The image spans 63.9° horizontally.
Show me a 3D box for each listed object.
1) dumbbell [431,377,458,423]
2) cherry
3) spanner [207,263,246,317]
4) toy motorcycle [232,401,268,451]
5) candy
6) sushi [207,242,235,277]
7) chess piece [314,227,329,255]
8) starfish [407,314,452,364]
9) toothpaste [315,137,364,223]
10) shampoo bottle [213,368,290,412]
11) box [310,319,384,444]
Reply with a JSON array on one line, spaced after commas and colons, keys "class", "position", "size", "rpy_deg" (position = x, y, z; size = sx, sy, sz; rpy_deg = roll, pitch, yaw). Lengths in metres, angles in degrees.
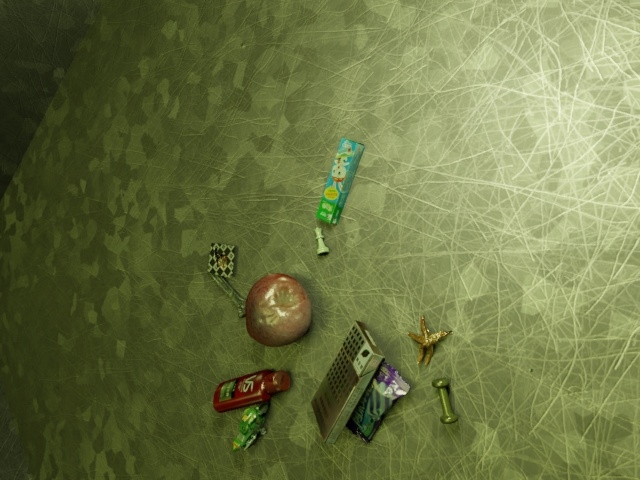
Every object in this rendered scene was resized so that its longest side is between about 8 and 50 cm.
[{"class": "dumbbell", "position": [0.338, 0.435, 1.392], "size": [0.046, 0.052, 0.118], "rpy_deg": [-10, 79, -9]}, {"class": "cherry", "position": [-0.138, 0.234, 1.670], "size": [0.239, 0.206, 0.239], "rpy_deg": [44, 147, 38]}, {"class": "spanner", "position": [-0.332, 0.189, 1.910], "size": [0.325, 0.026, 0.093], "rpy_deg": [41, 110, 31]}, {"class": "toy motorcycle", "position": [-0.238, 0.639, 1.768], "size": [0.074, 0.106, 0.190], "rpy_deg": [29, 103, 34]}, {"class": "candy", "position": [0.149, 0.470, 1.519], "size": [0.145, 0.070, 0.275], "rpy_deg": [41, 115, 23]}, {"class": "sushi", "position": [-0.366, 0.074, 1.941], "size": [0.126, 0.026, 0.120], "rpy_deg": [7, 89, 32]}, {"class": "chess piece", "position": [0.000, 0.000, 1.671], "size": [0.042, 0.042, 0.093], "rpy_deg": [-24, 68, 33]}, {"class": "starfish", "position": [0.304, 0.272, 1.432], "size": [0.130, 0.041, 0.133], "rpy_deg": [-28, 72, 30]}, {"class": "toothpaste", "position": [0.062, -0.187, 1.626], "size": [0.065, 0.050, 0.267], "rpy_deg": [26, 104, 31]}, {"class": "shampoo bottle", "position": [-0.243, 0.518, 1.783], "size": [0.314, 0.076, 0.118], "rpy_deg": [-24, 31, 33]}, {"class": "box", "position": [0.073, 0.421, 1.536], "size": [0.325, 0.047, 0.180], "rpy_deg": [-64, 22, 16]}]
